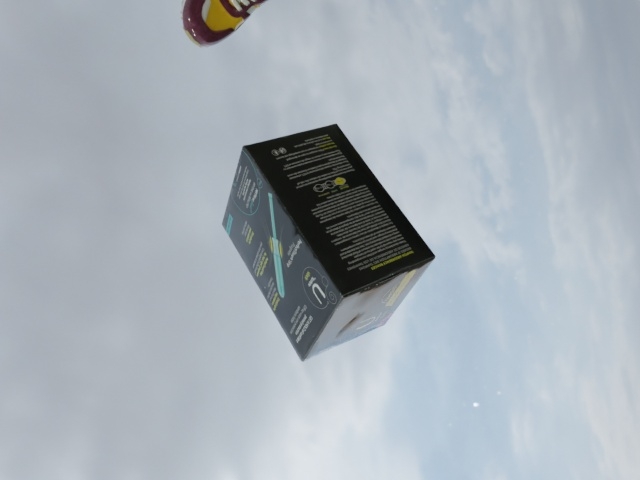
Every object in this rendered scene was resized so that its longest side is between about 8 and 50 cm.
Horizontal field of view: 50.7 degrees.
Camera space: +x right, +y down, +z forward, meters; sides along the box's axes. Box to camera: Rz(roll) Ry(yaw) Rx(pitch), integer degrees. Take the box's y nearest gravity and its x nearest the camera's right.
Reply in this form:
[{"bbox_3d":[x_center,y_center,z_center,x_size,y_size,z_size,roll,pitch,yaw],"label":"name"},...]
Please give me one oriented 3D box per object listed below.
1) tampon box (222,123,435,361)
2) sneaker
[{"bbox_3d":[0.000,0.000,0.603,0.101,0.120,0.161,-20,-115,-30],"label":"tampon box"},{"bbox_3d":[-0.077,-0.285,0.733,0.069,0.084,0.185,47,-114,-31],"label":"sneaker"}]
